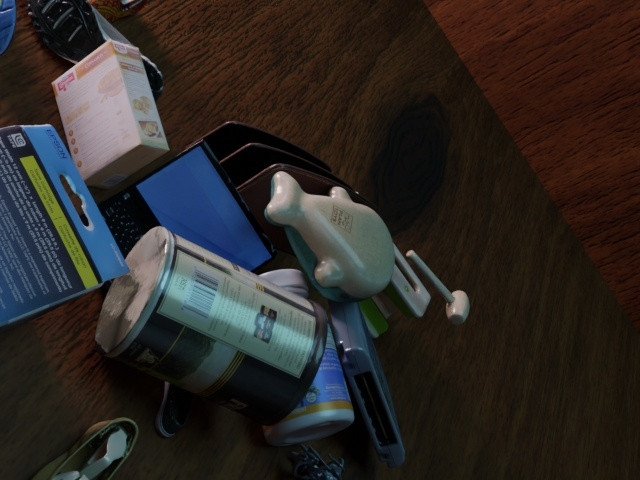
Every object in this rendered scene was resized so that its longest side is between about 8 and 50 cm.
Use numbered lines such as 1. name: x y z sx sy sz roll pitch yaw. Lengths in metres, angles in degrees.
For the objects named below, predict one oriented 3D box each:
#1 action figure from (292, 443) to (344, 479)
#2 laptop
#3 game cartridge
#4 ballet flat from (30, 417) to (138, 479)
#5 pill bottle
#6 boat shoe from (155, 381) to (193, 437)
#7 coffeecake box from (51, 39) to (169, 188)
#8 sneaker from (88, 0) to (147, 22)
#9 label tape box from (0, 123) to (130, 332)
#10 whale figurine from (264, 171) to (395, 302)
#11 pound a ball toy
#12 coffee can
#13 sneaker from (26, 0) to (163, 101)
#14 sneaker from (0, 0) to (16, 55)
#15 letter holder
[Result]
1. action figure: 0.002 0.444 1.642 0.185 0.099 0.285 48 29 -13
2. laptop: -0.227 0.004 1.611 0.234 0.136 0.264 57 30 -7
3. game cartridge: 0.083 0.241 1.843 0.198 0.062 0.297 -94 167 -55
4. ballet flat: -0.307 0.299 1.305 0.080 0.073 0.232 54 31 -13
5. pill bottle: -0.049 0.193 1.713 0.152 0.152 0.272 13 54 -53
6. boat shoe: -0.210 0.233 1.542 0.049 0.040 0.142 43 35 -29
7. coffeecake box: -0.332 -0.196 1.609 0.068 0.142 0.185 6 60 -56
8. sneaker: -0.378 -0.432 1.835 0.067 0.064 0.175 41 25 4
9. label tape box: -0.435 -0.006 1.326 0.249 0.115 0.348 62 27 1
10. whale figurine: 0.000 0.000 1.746 0.272 0.141 0.216 33 45 -28
11. pound a ball toy: 0.142 0.048 2.074 0.319 0.208 0.136 53 31 -13
12. coffee can: -0.158 0.126 1.493 0.275 0.201 0.201 28 42 -24
13. sneaker: -0.381 -0.328 1.714 0.271 0.100 0.108 44 3 -18
14. sneaker: -0.491 -0.365 1.572 0.078 0.067 0.188 82 4 -73
15. letter holder: -0.061 -0.110 1.884 0.302 0.214 0.152 22 48 -48
